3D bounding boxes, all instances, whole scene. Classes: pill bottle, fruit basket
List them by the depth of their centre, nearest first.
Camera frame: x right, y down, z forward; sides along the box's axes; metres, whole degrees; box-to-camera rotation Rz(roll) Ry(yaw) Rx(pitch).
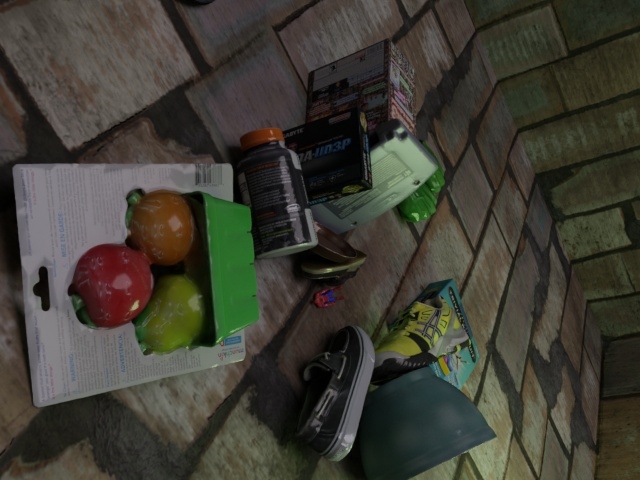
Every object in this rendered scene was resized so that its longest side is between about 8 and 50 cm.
[{"bbox_3d":[-0.269,0.049,1.066,0.353,0.165,0.327,-6,92,-37],"label":"fruit basket"},{"bbox_3d":[-0.092,-0.095,1.415,0.130,0.130,0.246,-5,80,-58],"label":"pill bottle"}]

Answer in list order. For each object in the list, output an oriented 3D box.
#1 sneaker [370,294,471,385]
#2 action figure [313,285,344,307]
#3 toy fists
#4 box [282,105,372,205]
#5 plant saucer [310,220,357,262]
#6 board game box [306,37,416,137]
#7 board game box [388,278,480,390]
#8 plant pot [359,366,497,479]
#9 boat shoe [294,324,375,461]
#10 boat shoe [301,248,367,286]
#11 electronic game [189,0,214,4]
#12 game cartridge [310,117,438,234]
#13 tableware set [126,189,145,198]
[{"bbox_3d":[0.204,0.229,1.658,0.384,0.145,0.147,-9,73,-56],"label":"sneaker"},{"bbox_3d":[0.017,0.125,1.588,0.115,0.030,0.038,-13,93,-57],"label":"action figure"},{"bbox_3d":[0.285,-0.163,2.085,0.142,0.096,0.279,47,41,-21],"label":"toy fists"},{"bbox_3d":[-0.001,-0.167,1.505,0.051,0.220,0.175,31,51,-54],"label":"box"},{"bbox_3d":[0.000,0.000,1.538,0.168,0.029,0.168,29,15,-8],"label":"plant saucer"},{"bbox_3d":[0.098,-0.295,1.711,0.141,0.232,0.291,36,48,-45],"label":"board game box"},{"bbox_3d":[0.320,0.279,1.947,0.336,0.079,0.254,-32,104,-58],"label":"board game box"},{"bbox_3d":[0.203,0.395,1.542,0.293,0.293,0.196,8,52,-57],"label":"plant pot"},{"bbox_3d":[0.026,0.277,1.441,0.119,0.121,0.335,35,32,-15],"label":"boat shoe"},{"bbox_3d":[0.031,0.067,1.588,0.223,0.080,0.073,-15,121,-58],"label":"boat shoe"},{"bbox_3d":[-0.273,-0.584,1.432,0.229,0.048,0.229,31,51,-48],"label":"electronic game"},{"bbox_3d":[0.101,-0.130,1.590,0.198,0.297,0.062,34,29,-49],"label":"game cartridge"},{"bbox_3d":[-0.290,-0.039,1.182,0.141,0.020,0.169,-41,110,-57],"label":"tableware set"}]
